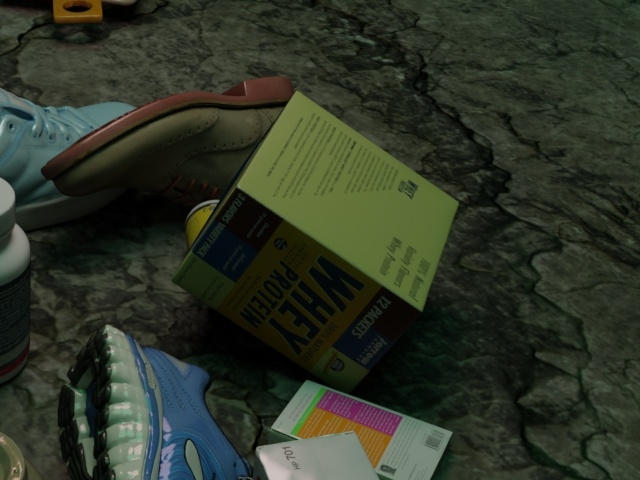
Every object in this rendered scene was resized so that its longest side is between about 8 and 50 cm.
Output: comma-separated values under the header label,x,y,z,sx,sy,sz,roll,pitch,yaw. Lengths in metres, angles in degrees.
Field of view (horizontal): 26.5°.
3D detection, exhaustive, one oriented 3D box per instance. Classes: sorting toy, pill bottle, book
label,x,y,z,sx,sy,sz,roll,pitch,yaw
sorting toy,-0.337,-0.367,1.900,0.196,0.047,0.347,4,34,0
pill bottle,-0.102,0.015,1.387,0.065,0.065,0.116,0,36,-13
book,0.036,0.179,1.215,0.144,0.035,0.096,19,33,13
pill bottle,-0.312,0.034,1.209,0.108,0.180,0.108,7,35,-5

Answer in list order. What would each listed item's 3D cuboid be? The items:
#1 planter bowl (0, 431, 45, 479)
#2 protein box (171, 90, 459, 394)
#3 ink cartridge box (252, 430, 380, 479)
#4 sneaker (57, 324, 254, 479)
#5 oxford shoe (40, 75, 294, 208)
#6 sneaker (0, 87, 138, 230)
label,x,y,z,sx,sy,sz,roll,pitch,yaw
planter bowl,-0.272,0.209,1.031,0.162,0.109,0.162,7,35,-5
protein box,0.000,0.000,1.313,0.201,0.136,0.199,34,35,-6
ink cartridge box,0.001,0.252,0.959,0.082,0.190,0.139,-5,37,-20
sneaker,-0.107,0.214,1.034,0.147,0.130,0.330,14,46,-28
oxford shoe,-0.135,-0.086,1.452,0.348,0.123,0.130,-20,88,-43
sneaker,-0.315,-0.101,1.429,0.135,0.150,0.366,32,41,28
